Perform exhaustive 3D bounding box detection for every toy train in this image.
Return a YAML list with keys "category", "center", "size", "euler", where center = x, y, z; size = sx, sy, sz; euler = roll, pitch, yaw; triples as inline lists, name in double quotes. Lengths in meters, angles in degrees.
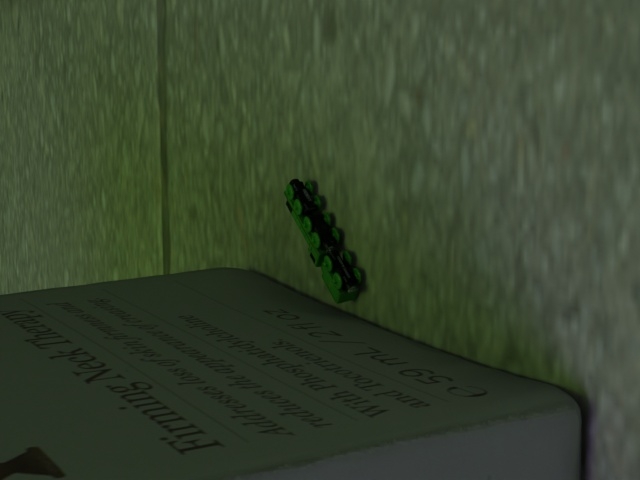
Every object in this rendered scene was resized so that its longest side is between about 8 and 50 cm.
- category: "toy train"
  center: [0.000, 0.000, 0.658]
  size: [0.023, 0.017, 0.083]
  euler: [105, 145, -49]

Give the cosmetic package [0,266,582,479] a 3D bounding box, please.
- category: "cosmetic package"
  center: [-0.134, 0.214, 0.549]
  size: [0.329, 0.394, 0.327]
  euler: [16, 109, 56]
